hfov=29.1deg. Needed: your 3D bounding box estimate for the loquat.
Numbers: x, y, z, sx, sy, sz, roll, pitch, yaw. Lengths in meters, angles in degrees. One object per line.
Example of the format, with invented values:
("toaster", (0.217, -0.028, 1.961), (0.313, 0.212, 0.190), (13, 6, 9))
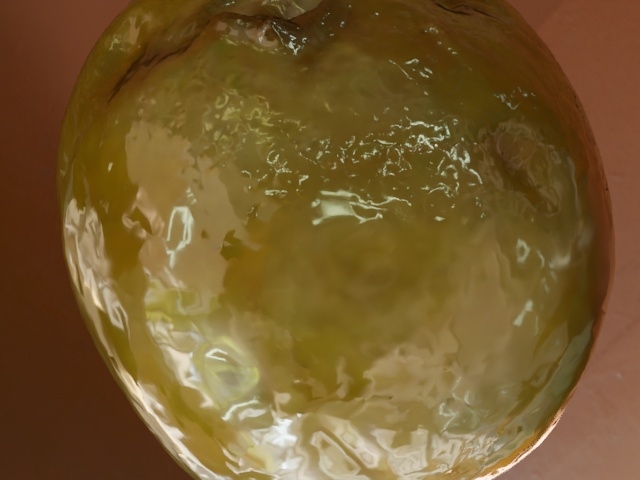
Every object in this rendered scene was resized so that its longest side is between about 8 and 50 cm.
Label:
("loquat", (0.000, 0.000, 0.609), (0.276, 0.276, 0.284), (0, 135, -7))
